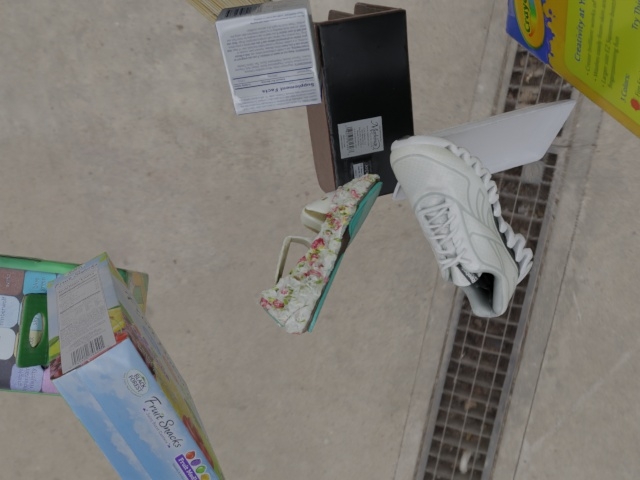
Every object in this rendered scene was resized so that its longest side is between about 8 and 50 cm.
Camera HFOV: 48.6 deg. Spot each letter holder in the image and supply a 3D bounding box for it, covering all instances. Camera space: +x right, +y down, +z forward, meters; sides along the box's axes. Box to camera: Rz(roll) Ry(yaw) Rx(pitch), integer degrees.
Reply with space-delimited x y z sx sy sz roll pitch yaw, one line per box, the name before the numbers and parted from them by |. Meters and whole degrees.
letter holder | 0.048 -0.246 1.237 0.152 0.214 0.301 -14 115 -14

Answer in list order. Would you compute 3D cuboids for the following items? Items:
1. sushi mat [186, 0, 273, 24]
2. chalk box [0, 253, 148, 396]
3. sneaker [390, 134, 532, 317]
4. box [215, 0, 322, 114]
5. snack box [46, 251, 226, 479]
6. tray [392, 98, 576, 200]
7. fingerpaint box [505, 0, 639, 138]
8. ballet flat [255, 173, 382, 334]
sushi mat | -0.207 -0.401 0.995 0.152 0.317 0.019 3 72 39
chalk box | -0.355 0.119 0.991 0.179 0.289 0.180 7 86 -6
sneaker | 0.184 -0.016 0.936 0.110 0.118 0.292 -13 127 45
box | -0.068 -0.258 0.993 0.126 0.072 0.137 -7 121 5
snack box | -0.167 0.124 0.627 0.070 0.207 0.174 -30 116 -12
tray | 0.234 -0.140 1.046 0.271 0.145 0.030 -17 64 -16
fingerpaint box | 0.361 -0.334 0.712 0.163 0.444 0.371 -28 51 -8
ballet flat | 0.000 0.000 0.843 0.077 0.091 0.240 24 58 6
